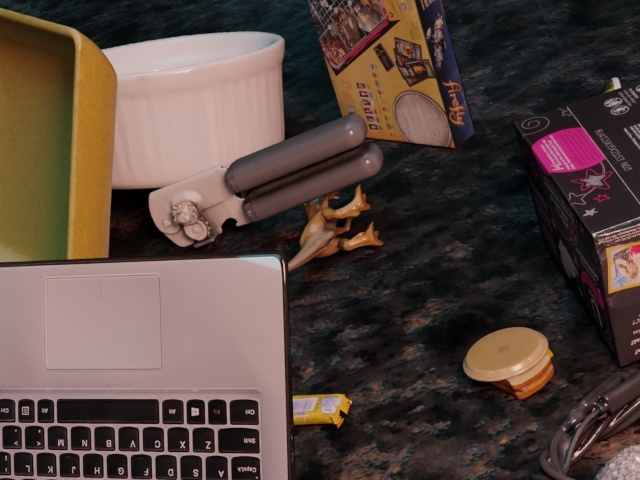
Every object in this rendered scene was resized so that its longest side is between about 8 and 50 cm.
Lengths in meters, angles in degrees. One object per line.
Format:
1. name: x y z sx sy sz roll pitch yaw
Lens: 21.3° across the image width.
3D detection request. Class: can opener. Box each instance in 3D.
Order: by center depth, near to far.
1. can opener: -0.062 -0.067 1.813 0.280 0.074 0.093 -19 24 29

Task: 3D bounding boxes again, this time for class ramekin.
1. ramekin: -0.171 -0.151 1.965 0.277 0.135 0.277 -7 14 2

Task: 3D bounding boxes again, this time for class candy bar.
1. candy bar: -0.050 0.156 1.533 0.162 0.018 0.040 -6 34 21

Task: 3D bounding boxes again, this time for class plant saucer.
1. plant saucer: -0.318 -0.088 1.855 0.081 0.332 0.333 -7 18 -37

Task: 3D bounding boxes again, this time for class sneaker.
1. sneaker: 0.313 -0.151 1.855 0.035 0.031 0.083 -14 28 9

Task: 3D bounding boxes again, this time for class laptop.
1. laptop: -0.237 0.217 1.320 0.382 0.407 0.236 -2 -2 26

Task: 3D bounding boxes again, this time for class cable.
1. cable: 0.250 0.167 1.322 0.184 0.047 0.151 -33 36 -31

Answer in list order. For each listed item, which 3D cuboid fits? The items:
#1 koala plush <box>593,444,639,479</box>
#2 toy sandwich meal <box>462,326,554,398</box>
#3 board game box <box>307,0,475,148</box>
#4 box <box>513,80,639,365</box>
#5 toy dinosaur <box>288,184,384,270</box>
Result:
1. koala plush: 0.226 0.215 1.051 0.196 0.221 0.203 -15 28 4
2. toy sandwich meal: 0.166 0.107 1.487 0.086 0.029 0.085 -18 25 9
3. board game box: 0.070 -0.224 1.901 0.165 0.243 0.042 11 39 42
4. box: 0.293 -0.024 1.526 0.163 0.142 0.247 -18 29 -2
5. toy dinosaur: 0.000 0.000 1.756 0.112 0.064 0.211 -22 15 20
